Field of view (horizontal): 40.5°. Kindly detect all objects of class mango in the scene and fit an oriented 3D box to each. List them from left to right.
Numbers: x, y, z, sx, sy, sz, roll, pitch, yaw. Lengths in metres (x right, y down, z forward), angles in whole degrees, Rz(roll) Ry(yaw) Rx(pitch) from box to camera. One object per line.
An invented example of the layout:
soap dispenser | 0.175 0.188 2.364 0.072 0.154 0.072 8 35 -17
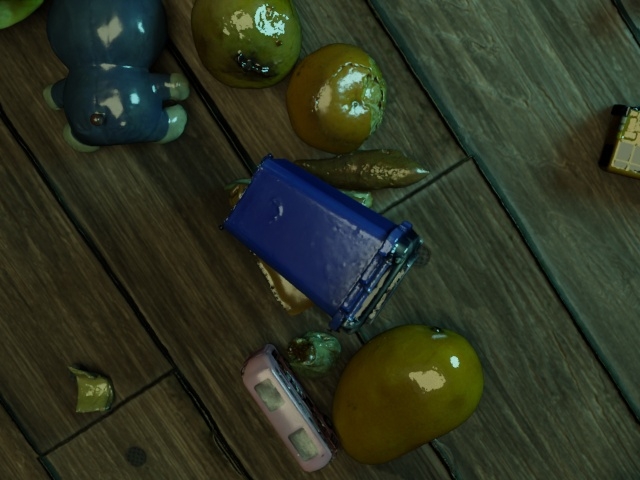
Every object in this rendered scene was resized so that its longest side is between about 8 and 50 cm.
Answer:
mango | 0.117 0.222 1.281 0.254 0.139 0.175 -34 87 17

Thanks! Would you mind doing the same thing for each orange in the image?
orange | 0.021 -0.203 1.235 0.156 0.134 0.157 -15 119 -28

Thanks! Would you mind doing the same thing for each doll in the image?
doll | -0.308 -0.264 1.263 0.228 0.154 0.259 -3 92 12

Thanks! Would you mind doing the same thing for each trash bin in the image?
trash bin | 0.000 0.000 1.134 0.234 0.184 0.162 35 101 7

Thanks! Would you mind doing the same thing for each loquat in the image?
loquat | -0.108 -0.300 1.215 0.149 0.172 0.204 -24 53 -7

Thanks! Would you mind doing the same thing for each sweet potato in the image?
sweet potato | 0.060 -0.106 1.278 0.205 0.060 0.068 1 62 9

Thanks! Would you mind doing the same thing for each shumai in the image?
shumai | -0.012 0.180 1.319 0.083 0.080 0.082 -14 99 7

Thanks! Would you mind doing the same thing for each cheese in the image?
cheese | -0.370 0.232 1.394 0.060 0.041 0.084 -5 114 15

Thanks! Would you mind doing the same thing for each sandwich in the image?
sandwich | -0.014 -0.030 1.273 0.186 0.108 0.220 -30 92 11

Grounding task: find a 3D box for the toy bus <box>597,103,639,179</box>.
toy bus | 0.498 -0.118 1.196 0.201 0.098 0.114 15 101 5

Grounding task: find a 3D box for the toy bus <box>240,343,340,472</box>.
toy bus | -0.047 0.259 1.332 0.063 0.090 0.203 -34 94 11

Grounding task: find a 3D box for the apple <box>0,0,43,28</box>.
apple | -0.523 -0.440 1.166 0.339 0.339 0.340 1 99 7
